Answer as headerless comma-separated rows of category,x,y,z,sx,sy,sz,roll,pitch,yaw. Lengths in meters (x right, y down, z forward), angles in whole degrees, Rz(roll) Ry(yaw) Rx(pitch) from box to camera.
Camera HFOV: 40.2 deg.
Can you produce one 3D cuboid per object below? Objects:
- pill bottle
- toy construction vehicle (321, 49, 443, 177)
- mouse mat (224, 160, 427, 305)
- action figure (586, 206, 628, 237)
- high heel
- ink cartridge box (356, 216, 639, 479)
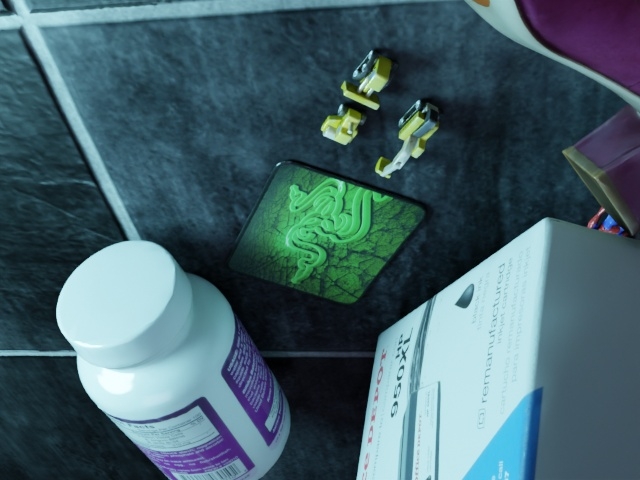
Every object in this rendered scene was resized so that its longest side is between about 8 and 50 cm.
pill bottle,-0.152,0.138,0.930,0.169,0.169,0.301,-6,140,15
toy construction vehicle,0.050,-0.096,0.709,0.086,0.035,0.098,24,139,-21
mouse mat,0.000,0.000,0.863,0.153,0.007,0.189,17,140,-13
action figure,0.267,-0.016,0.785,0.038,0.030,0.115,23,144,-12
high heel,0.195,-0.178,0.564,0.181,0.127,0.377,-37,126,8
ink cartridge box,0.164,0.188,0.774,0.166,0.285,0.395,15,158,-10
